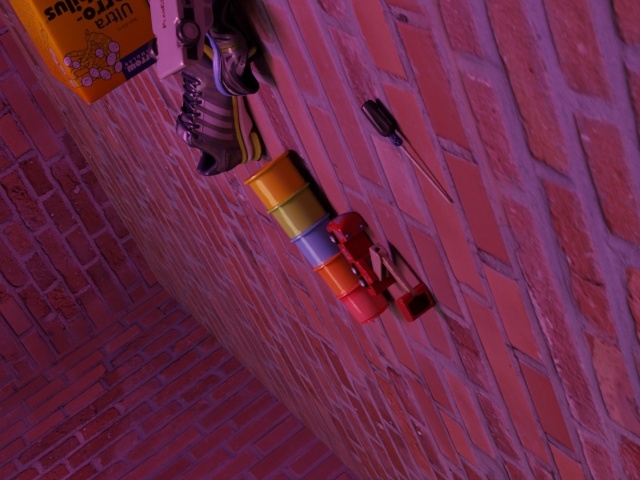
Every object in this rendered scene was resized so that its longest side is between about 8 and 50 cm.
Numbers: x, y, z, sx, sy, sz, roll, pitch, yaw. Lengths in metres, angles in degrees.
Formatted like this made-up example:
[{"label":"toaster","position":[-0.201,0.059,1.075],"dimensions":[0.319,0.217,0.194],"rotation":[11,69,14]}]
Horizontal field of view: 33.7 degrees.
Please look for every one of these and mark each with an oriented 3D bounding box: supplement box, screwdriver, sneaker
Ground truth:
[{"label":"supplement box","position":[-0.462,-0.467,1.950],"dimensions":[0.195,0.194,0.356],"rotation":[37,157,49]},{"label":"screwdriver","position":[0.110,-0.110,1.332],"dimensions":[0.170,0.024,0.025],"rotation":[51,-167,7]},{"label":"sneaker","position":[-0.126,-0.298,1.578],"dimensions":[0.078,0.067,0.188],"rotation":[9,134,19]},{"label":"sneaker","position":[-0.197,-0.226,1.808],"dimensions":[0.111,0.121,0.300],"rotation":[38,157,46]}]

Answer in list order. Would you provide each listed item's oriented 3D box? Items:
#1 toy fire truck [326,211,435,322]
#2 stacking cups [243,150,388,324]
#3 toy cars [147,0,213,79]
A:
[{"label":"toy fire truck","position":[0.091,0.038,1.655],"dimensions":[0.192,0.047,0.135],"rotation":[57,164,-5]},{"label":"stacking cups","position":[0.000,0.000,1.786],"dimensions":[0.316,0.096,0.096],"rotation":[53,165,-9]},{"label":"toy cars","position":[-0.239,-0.398,1.557],"dimensions":[0.394,0.087,0.176],"rotation":[56,135,34]}]
